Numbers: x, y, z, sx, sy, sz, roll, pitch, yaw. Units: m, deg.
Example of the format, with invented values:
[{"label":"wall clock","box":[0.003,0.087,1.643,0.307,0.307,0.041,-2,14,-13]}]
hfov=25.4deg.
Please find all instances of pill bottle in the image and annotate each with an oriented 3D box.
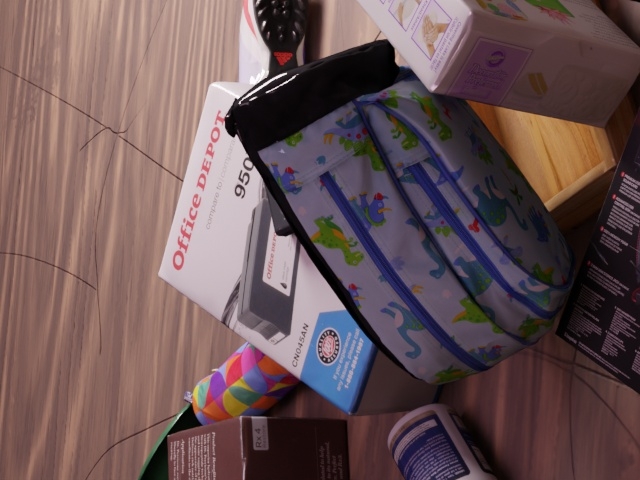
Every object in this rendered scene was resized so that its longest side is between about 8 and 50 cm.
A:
[{"label":"pill bottle","box":[0.151,0.279,1.640,0.094,0.094,0.169,-60,41,30]}]

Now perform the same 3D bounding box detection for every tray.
[{"label":"tray","box":[0.234,-0.209,1.619,0.203,0.076,0.411,-40,54,45]}]

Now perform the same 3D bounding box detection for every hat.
[{"label":"hat","box":[-0.154,0.362,2.111,0.183,0.173,0.208,35,124,14]}]

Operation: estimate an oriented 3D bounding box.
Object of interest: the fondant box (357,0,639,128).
[{"label":"fondant box","box":[0.150,-0.261,1.475,0.096,0.238,0.330,-62,40,27]}]

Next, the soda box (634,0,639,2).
[{"label":"soda box","box":[0.376,-0.288,1.442,0.169,0.053,0.060,-7,79,54]}]

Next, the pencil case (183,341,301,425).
[{"label":"pencil case","box":[-0.095,0.191,2.012,0.236,0.104,0.104,-39,54,44]}]

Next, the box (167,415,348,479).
[{"label":"box","box":[-0.086,0.332,1.911,0.203,0.167,0.169,-21,67,52]}]

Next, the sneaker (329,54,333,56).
[{"label":"sneaker","box":[0.049,-0.173,1.895,0.063,0.074,0.170,24,127,44]}]

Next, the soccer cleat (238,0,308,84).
[{"label":"soccer cleat","box":[-0.073,-0.234,2.058,0.116,0.108,0.318,168,104,-75]}]

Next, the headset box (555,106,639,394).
[{"label":"headset box","box":[0.373,0.009,1.349,0.218,0.110,0.293,37,115,51]}]

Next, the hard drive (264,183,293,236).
[{"label":"hard drive","box":[-0.009,-0.070,1.657,0.135,0.022,0.094,-25,72,40]}]

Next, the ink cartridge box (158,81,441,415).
[{"label":"ink cartridge box","box":[0.000,0.000,1.779,0.395,0.166,0.286,31,111,40]}]

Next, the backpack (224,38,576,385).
[{"label":"backpack","box":[0.093,-0.028,1.430,0.273,0.290,0.356,-18,96,13]}]
